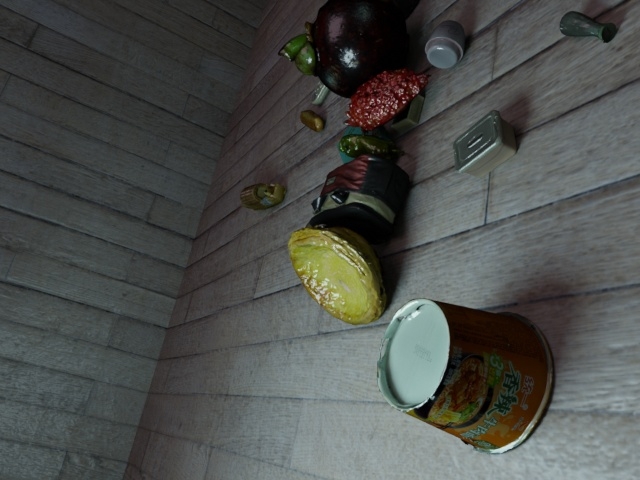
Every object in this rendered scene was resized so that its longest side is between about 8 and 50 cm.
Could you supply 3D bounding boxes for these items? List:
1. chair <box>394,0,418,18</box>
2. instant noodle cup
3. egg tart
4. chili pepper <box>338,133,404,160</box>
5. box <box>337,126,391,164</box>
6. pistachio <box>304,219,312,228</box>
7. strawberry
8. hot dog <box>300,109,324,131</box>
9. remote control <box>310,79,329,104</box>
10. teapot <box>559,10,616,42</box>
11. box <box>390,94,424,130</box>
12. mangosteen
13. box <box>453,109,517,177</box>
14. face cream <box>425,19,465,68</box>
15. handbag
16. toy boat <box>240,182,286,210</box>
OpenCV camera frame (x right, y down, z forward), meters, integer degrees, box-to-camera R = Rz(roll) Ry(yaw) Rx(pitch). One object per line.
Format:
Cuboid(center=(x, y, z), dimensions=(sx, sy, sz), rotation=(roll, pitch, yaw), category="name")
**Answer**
Cuboid(center=(0.105, -0.833, 1.691), dimensions=(0.226, 0.400, 0.227), rotation=(-45, 34, 43), category="chair")
Cuboid(center=(0.211, 0.198, 0.884), dimensions=(0.230, 0.182, 0.230), rotation=(-44, 34, 41), category="instant noodle cup")
Cuboid(center=(0.051, 0.065, 1.315), dimensions=(0.123, 0.294, 0.294), rotation=(-40, 10, -30), category="egg tart")
Cuboid(center=(0.147, -0.236, 1.484), dimensions=(0.203, 0.072, 0.073), rotation=(17, 52, 32), category="chili pepper")
Cuboid(center=(0.121, -0.280, 1.638), dimensions=(0.162, 0.041, 0.229), rotation=(-56, 26, 26), category="box")
Cuboid(center=(0.000, 0.000, 1.595), dimensions=(0.108, 0.126, 0.186), rotation=(-10, 45, 12), category="pistachio")
Cuboid(center=(0.161, -0.368, 1.444), dimensions=(0.228, 0.098, 0.174), rotation=(-10, 42, 57), category="strawberry")
Cuboid(center=(-0.027, -0.445, 2.077), dimensions=(0.216, 0.047, 0.066), rotation=(-133, 31, -65), category="hot dog")
Cuboid(center=(0.031, -0.599, 2.091), dimensions=(0.221, 0.042, 0.078), rotation=(-56, 26, 24), category="remote control")
Cuboid(center=(0.470, -0.372, 0.991), dimensions=(0.043, 0.042, 0.111), rotation=(-60, 30, 19), category="teapot")
Cuboid(center=(0.225, -0.333, 1.471), dimensions=(0.083, 0.035, 0.080), rotation=(-11, 60, 62), category="box")
Cuboid(center=(0.072, -0.563, 1.597), dimensions=(0.306, 0.359, 0.306), rotation=(13, -90, -88), category="mangosteen")
Cuboid(center=(0.323, -0.183, 1.109), dimensions=(0.122, 0.062, 0.089), rotation=(-39, 37, 46), category="box")
Cuboid(center=(0.303, -0.472, 1.360), dimensions=(0.091, 0.091, 0.095), rotation=(-21, 44, 59), category="face cream")
Cuboid(center=(0.086, -0.090, 1.390), dimensions=(0.254, 0.181, 0.182), rotation=(-17, 48, 58), category="handbag")
Cuboid(center=(-0.237, -0.174, 2.209), dimensions=(0.310, 0.115, 0.090), rotation=(-4, 67, 63), category="toy boat")
